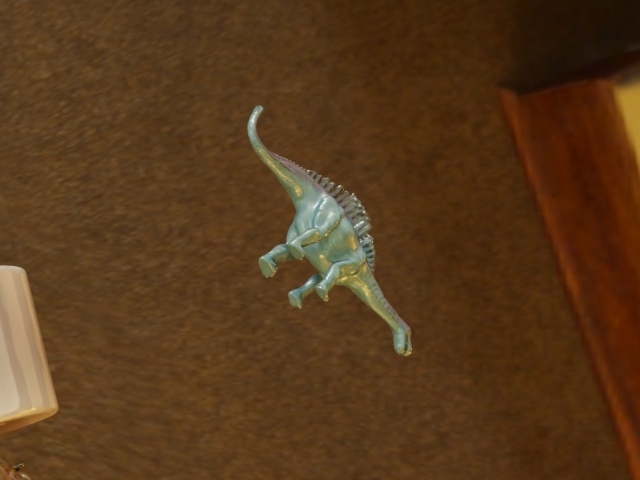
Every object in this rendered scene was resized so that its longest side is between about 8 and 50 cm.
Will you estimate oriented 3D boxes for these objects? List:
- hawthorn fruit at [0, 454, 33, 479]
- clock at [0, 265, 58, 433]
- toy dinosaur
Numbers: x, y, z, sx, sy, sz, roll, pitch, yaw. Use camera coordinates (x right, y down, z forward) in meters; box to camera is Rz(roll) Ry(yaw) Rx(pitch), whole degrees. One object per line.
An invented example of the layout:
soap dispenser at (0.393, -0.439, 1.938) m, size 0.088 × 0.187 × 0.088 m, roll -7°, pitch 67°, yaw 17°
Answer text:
hawthorn fruit at (-0.312, 0.238, 1.217) m, size 0.189 × 0.149 × 0.149 m, roll -31°, pitch 102°, yaw -34°
clock at (-0.268, 0.097, 0.821) m, size 0.275 × 0.290 × 0.080 m, roll -17°, pitch 84°, yaw 0°
toy dinosaur at (0.000, 0.000, 1.013) m, size 0.080 × 0.045 × 0.197 m, roll -37°, pitch 96°, yaw -44°
